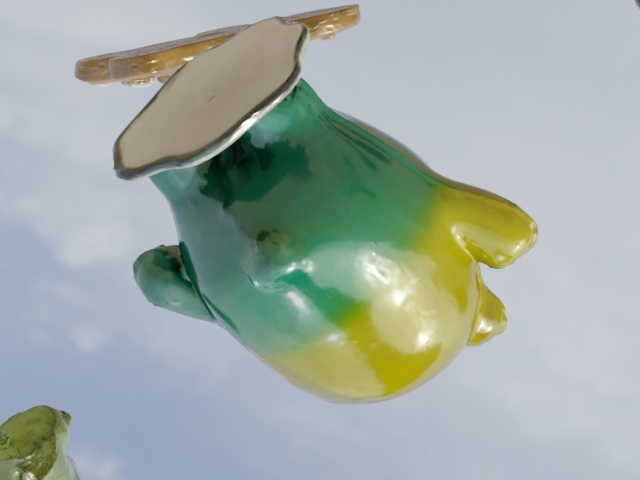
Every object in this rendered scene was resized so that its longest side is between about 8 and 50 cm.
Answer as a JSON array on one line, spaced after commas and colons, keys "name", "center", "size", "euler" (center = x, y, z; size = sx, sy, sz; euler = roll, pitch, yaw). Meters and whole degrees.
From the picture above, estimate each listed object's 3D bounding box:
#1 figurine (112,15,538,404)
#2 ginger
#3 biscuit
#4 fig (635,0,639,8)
[{"name": "figurine", "center": [0.000, 0.000, 1.515], "size": [0.340, 0.324, 0.231], "euler": [50, -156, -27]}, {"name": "ginger", "center": [-0.306, 0.309, 1.949], "size": [0.089, 0.290, 0.137], "euler": [5, -158, 7]}, {"name": "biscuit", "center": [-0.105, -0.224, 2.088], "size": [0.340, 0.047, 0.216], "euler": [-16, -168, -26]}, {"name": "fig", "center": [0.424, -0.306, 1.994], "size": [0.153, 0.119, 0.119], "euler": [-27, -139, -29]}]
